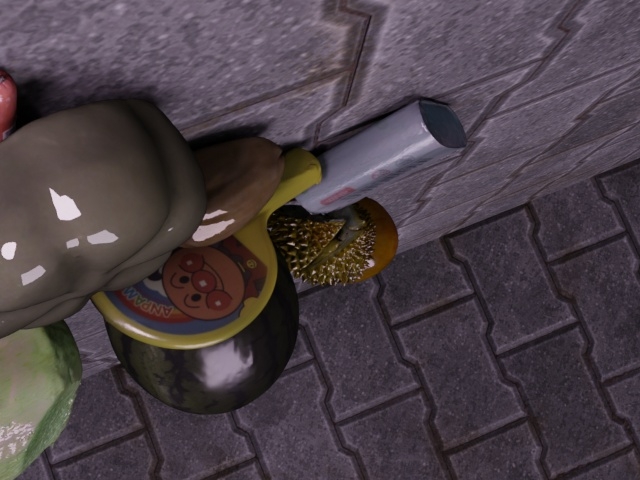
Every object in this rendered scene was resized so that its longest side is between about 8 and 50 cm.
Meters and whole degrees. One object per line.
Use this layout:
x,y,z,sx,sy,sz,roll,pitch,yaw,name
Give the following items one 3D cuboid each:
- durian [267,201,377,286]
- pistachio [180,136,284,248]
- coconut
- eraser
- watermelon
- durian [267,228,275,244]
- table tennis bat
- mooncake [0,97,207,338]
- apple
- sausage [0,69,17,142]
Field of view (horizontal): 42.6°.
0.000,0.000,1.380,0.193,0.138,0.237,2,-163,9,durian
-0.123,-0.061,0.963,0.185,0.108,0.126,-26,-157,-10,pistachio
-0.490,0.205,1.080,0.328,0.281,0.328,-23,174,-2,coconut
0.085,-0.120,1.208,0.227,0.081,0.174,-27,174,26,eraser
-0.171,0.096,1.185,0.279,0.279,0.359,-21,137,-11,watermelon
-0.129,0.049,1.535,0.144,0.139,0.252,-21,173,-41,durian
-0.124,-0.010,1.025,0.368,0.224,0.054,-40,165,-34,table tennis bat
-0.230,-0.011,0.730,0.275,0.135,0.275,-33,176,-2,mooncake
0.049,-0.001,1.564,0.182,0.182,0.155,-27,169,32,apple
-0.267,-0.084,0.676,0.029,0.029,0.223,-18,171,-26,sausage
